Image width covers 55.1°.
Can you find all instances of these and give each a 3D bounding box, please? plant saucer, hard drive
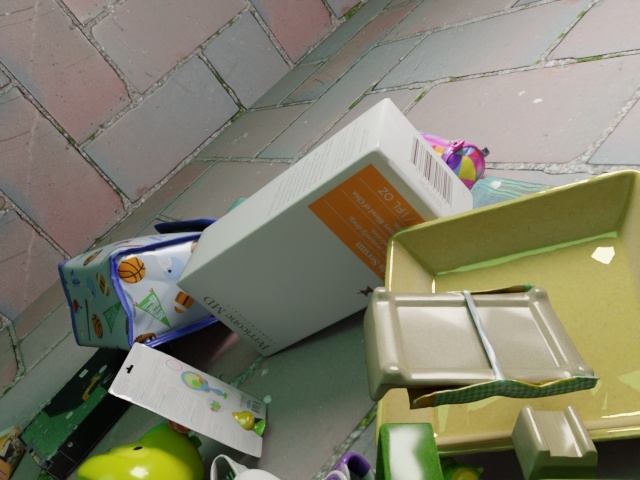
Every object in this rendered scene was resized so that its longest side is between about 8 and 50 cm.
[{"bbox_3d":[0.237,0.095,0.711,0.333,0.081,0.332,-15,44,25],"label":"plant saucer"},{"bbox_3d":[-0.502,0.345,1.366,0.237,0.064,0.339,0,43,53],"label":"hard drive"}]

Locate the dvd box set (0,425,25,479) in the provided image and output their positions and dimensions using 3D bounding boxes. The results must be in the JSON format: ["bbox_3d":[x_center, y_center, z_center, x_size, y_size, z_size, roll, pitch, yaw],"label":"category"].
[{"bbox_3d":[-0.842,0.632,1.335,0.308,0.062,0.420,-27,28,22],"label":"dvd box set"}]

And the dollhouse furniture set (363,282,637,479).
[{"bbox_3d":[0.143,0.180,0.568,0.198,0.151,0.301,0,28,1],"label":"dollhouse furniture set"}]

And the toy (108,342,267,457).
[{"bbox_3d":[-0.200,0.256,0.940,0.056,0.237,0.137,-62,10,18],"label":"toy"}]

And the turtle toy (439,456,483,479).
[{"bbox_3d":[0.125,0.283,0.635,0.130,0.066,0.095,-41,-1,-8],"label":"turtle toy"}]

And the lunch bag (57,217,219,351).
[{"bbox_3d":[-0.316,0.078,1.335,0.386,0.238,0.328,-15,6,-38],"label":"lunch bag"}]

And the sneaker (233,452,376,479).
[{"bbox_3d":[-0.001,0.292,0.681,0.282,0.102,0.161,19,96,51],"label":"sneaker"}]

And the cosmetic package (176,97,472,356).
[{"bbox_3d":[0.000,0.000,1.022,0.453,0.230,0.161,-32,26,33],"label":"cosmetic package"}]

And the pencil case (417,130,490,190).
[{"bbox_3d":[0.229,-0.164,1.218,0.104,0.104,0.236,-41,24,-7],"label":"pencil case"}]

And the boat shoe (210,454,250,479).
[{"bbox_3d":[-0.107,0.368,0.790,0.083,0.075,0.226,-41,25,-6],"label":"boat shoe"}]

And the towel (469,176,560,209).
[{"bbox_3d":[0.295,0.012,0.904,0.271,0.040,0.370,-46,26,-14],"label":"towel"}]

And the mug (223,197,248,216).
[{"bbox_3d":[-0.170,-0.023,1.470,0.158,0.129,0.097,2,49,54],"label":"mug"}]

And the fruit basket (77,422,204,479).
[{"bbox_3d":[-0.310,0.402,0.821,0.392,0.283,0.392,-28,44,31],"label":"fruit basket"}]
